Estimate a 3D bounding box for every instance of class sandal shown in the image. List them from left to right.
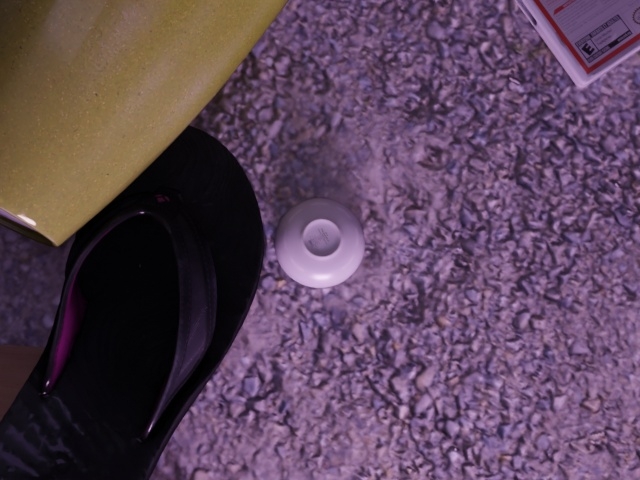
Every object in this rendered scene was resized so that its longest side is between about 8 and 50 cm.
[{"bbox_3d":[-0.159,0.081,1.219,0.168,0.107,0.445,18,62,3],"label":"sandal"}]

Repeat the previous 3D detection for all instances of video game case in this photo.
[{"bbox_3d":[0.247,-0.314,1.413,0.204,0.025,0.285,-34,85,-9],"label":"video game case"}]

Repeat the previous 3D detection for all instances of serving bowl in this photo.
[{"bbox_3d":[0.000,0.000,1.334,0.083,0.027,0.083,1,80,-4],"label":"serving bowl"}]

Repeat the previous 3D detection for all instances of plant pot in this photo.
[{"bbox_3d":[-0.208,-0.154,1.220,0.275,0.275,0.293,28,80,0],"label":"plant pot"}]

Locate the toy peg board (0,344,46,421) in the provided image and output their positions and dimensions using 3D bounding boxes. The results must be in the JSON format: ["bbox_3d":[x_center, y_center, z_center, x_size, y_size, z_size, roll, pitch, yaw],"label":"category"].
[{"bbox_3d":[-0.232,0.181,1.268,0.161,0.079,0.160,4,64,-5],"label":"toy peg board"}]
